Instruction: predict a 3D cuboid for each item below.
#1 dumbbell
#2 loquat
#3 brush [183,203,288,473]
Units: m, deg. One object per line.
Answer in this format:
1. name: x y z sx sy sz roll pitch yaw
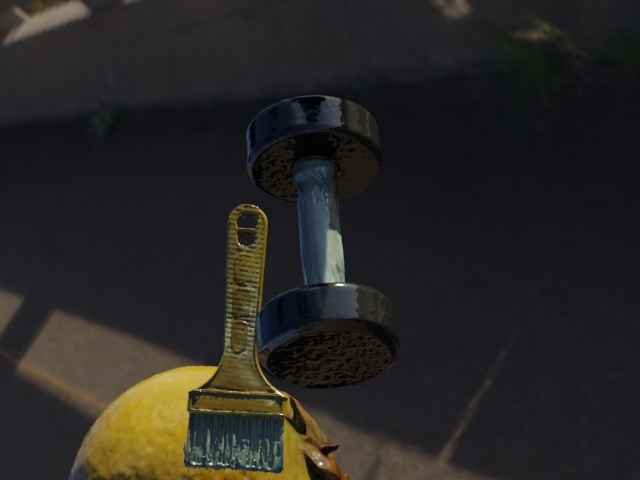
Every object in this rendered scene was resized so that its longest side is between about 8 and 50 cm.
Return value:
1. dumbbell: 0.000 0.000 1.044 0.100 0.100 0.191 -36 47 40
2. loquat: -0.098 0.255 1.454 0.275 0.275 0.275 -45 21 23
3. brush: -0.062 0.075 1.187 0.010 0.082 0.218 61 -149 -71
